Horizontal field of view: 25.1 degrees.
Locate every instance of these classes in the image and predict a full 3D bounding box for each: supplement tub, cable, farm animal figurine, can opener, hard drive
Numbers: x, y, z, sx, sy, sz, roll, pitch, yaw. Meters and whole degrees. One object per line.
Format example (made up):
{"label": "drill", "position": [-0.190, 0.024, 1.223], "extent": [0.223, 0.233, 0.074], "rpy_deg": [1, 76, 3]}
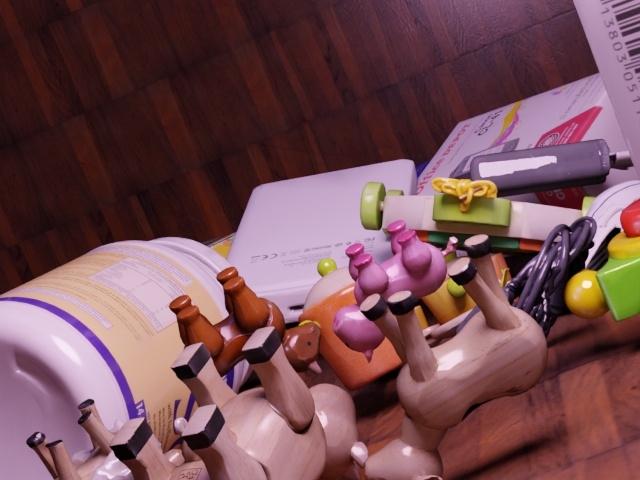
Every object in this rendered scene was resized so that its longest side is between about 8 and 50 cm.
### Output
{"label": "supplement tub", "position": [-0.229, 0.137, 1.514], "extent": [0.241, 0.241, 0.331], "rpy_deg": [-20, 6, 31]}
{"label": "cable", "position": [0.189, 0.057, 1.266], "extent": [0.184, 0.047, 0.150], "rpy_deg": [-53, -25, 12]}
{"label": "farm animal figurine", "position": [-0.010, 0.140, 1.073], "extent": [0.330, 0.172, 0.327], "rpy_deg": [-5, 29, 48]}
{"label": "can opener", "position": [0.323, -0.069, 1.716], "extent": [0.283, 0.095, 0.076], "rpy_deg": [-8, -12, 4]}
{"label": "hard drive", "position": [0.000, 0.000, 1.851], "extent": [0.233, 0.047, 0.353], "rpy_deg": [-9, 25, 12]}

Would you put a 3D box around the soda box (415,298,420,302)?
{"label": "soda box", "position": [0.072, 0.068, 1.864], "extent": [0.074, 0.069, 0.216], "rpy_deg": [-19, 7, 37]}

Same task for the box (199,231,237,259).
{"label": "box", "position": [-0.254, 0.134, 1.991], "extent": [0.290, 0.177, 0.279], "rpy_deg": [-26, 6, -34]}

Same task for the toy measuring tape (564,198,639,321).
{"label": "toy measuring tape", "position": [0.358, -0.011, 1.197], "extent": [0.330, 0.121, 0.121], "rpy_deg": [-23, 5, 11]}

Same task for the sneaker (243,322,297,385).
{"label": "sneaker", "position": [-0.100, 0.133, 1.855], "extent": [0.118, 0.083, 0.222], "rpy_deg": [-22, 6, 14]}

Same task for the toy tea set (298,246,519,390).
{"label": "toy tea set", "position": [0.095, 0.048, 1.439], "extent": [0.200, 0.124, 0.336], "rpy_deg": [-30, -6, 10]}

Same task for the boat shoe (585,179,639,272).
{"label": "boat shoe", "position": [0.304, 0.010, 1.488], "extent": [0.076, 0.083, 0.226], "rpy_deg": [1, 33, 48]}

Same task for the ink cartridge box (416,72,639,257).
{"label": "ink cartridge box", "position": [0.285, -0.093, 1.949], "extent": [0.306, 0.131, 0.226], "rpy_deg": [-16, 28, 46]}

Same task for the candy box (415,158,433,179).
{"label": "candy box", "position": [0.276, -0.105, 2.445], "extent": [0.317, 0.122, 0.268], "rpy_deg": [-21, 7, 15]}

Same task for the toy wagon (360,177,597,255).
{"label": "toy wagon", "position": [0.181, -0.023, 1.615], "extent": [0.267, 0.068, 0.344], "rpy_deg": [4, -1, 15]}

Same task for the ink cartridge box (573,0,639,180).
{"label": "ink cartridge box", "position": [0.373, -0.102, 0.990], "extent": [0.385, 0.308, 0.091], "rpy_deg": [-25, 5, -30]}
